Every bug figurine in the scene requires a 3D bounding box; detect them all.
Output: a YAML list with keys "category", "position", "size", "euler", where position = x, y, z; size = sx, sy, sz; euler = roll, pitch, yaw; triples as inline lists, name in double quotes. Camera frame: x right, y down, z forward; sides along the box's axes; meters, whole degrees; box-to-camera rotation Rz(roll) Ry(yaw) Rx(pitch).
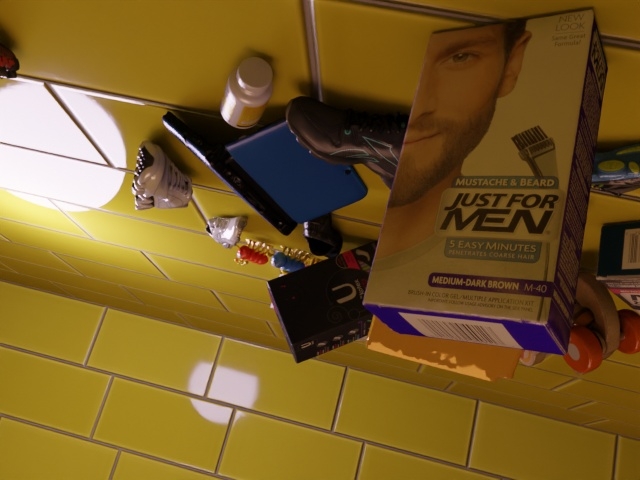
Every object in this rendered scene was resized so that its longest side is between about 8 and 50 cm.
- category: "bug figurine"
  position: [-0.082, 0.057, 1.551]
  size: [0.216, 0.072, 0.279]
  euler: [19, 174, -30]

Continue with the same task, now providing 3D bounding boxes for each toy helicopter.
- category: "toy helicopter"
  position: [0.476, 0.166, 1.294]
  size: [0.140, 0.235, 0.355]
  euler: [-16, 159, -16]

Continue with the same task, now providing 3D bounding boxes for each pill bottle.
- category: "pill bottle"
  position: [-0.104, -0.211, 0.904]
  size: [0.065, 0.065, 0.116]
  euler: [19, 161, -12]

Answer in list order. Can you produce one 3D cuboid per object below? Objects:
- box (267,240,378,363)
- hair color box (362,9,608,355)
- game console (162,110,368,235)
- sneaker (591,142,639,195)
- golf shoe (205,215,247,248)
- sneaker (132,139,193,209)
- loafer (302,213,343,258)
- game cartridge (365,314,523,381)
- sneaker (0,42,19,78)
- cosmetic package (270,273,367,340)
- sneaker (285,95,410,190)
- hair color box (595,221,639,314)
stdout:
- category: "box"
  position: [0.036, 0.139, 1.431]
  size: [0.270, 0.165, 0.143]
  euler: [-21, 154, -8]
- category: "hair color box"
  position: [0.181, -0.065, 0.671]
  size: [0.185, 0.339, 0.110]
  euler: [2, 156, 33]
- category: "game console"
  position: [-0.093, -0.148, 1.135]
  size: [0.250, 0.173, 0.293]
  euler: [41, 176, 33]
- category: "sneaker"
  position: [0.381, -0.089, 0.871]
  size: [0.188, 0.067, 0.078]
  euler: [0, 150, 30]
- category: "golf shoe"
  position: [-0.232, -0.027, 1.530]
  size: [0.086, 0.069, 0.176]
  euler: [28, 157, -15]
- category: "sneaker"
  position: [-0.315, -0.123, 1.281]
  size: [0.118, 0.110, 0.292]
  euler: [11, 170, -11]
- category: "loafer"
  position: [0.000, 0.000, 1.398]
  size: [0.076, 0.078, 0.223]
  euler: [11, 161, 14]
- category: "game cartridge"
  position: [0.255, 0.089, 1.157]
  size: [0.285, 0.324, 0.053]
  euler: [15, -157, 4]
- category: "sneaker"
  position: [-0.559, -0.313, 0.928]
  size: [0.097, 0.135, 0.276]
  euler: [-6, 178, 21]
- category: "cosmetic package"
  position: [0.025, 0.200, 1.896]
  size: [0.309, 0.113, 0.160]
  euler: [28, 157, -31]
- category: "sneaker"
  position: [0.079, -0.154, 0.924]
  size: [0.267, 0.101, 0.106]
  euler: [22, 138, -18]
- category: "hair color box"
  position: [0.639, 0.080, 1.093]
  size: [0.347, 0.105, 0.173]
  euler: [29, 158, -35]
